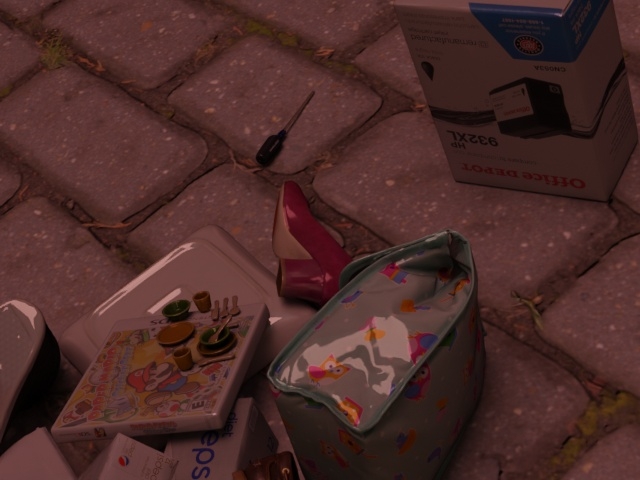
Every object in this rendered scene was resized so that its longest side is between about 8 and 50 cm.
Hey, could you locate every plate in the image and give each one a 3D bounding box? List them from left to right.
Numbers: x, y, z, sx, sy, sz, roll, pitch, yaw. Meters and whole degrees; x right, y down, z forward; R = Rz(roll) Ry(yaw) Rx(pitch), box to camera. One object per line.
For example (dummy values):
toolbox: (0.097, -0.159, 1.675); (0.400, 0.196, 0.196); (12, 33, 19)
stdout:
plate: (-0.180, 0.106, 1.597); (0.277, 0.045, 0.278); (-37, 44, -15)

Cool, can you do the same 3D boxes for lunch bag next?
lunch bag: (0.084, 0.137, 1.310); (0.160, 0.223, 0.262); (23, 59, 31)

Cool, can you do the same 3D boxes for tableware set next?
tableware set: (-0.150, 0.103, 1.473); (0.104, 0.024, 0.154); (-14, 26, 6)

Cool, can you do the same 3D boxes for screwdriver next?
screwdriver: (-0.046, -0.170, 1.839); (0.025, 0.024, 0.170); (33, 55, 11)

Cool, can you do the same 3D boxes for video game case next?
video game case: (-0.182, 0.152, 1.452); (0.206, 0.026, 0.227); (-8, 28, 17)

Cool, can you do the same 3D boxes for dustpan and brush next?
dustpan and brush: (-0.383, 0.334, 1.457); (0.211, 0.060, 0.147); (-30, 52, -17)

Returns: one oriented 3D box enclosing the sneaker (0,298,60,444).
sneaker: (-0.415, 0.219, 1.548); (0.104, 0.147, 0.296); (27, 82, 10)

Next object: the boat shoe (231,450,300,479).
boat shoe: (-0.022, 0.313, 1.257); (0.073, 0.073, 0.207); (-21, 68, -7)

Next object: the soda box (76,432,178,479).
soda box: (-0.231, 0.286, 1.321); (0.216, 0.074, 0.069); (-47, 19, 47)

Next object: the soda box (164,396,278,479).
soda box: (-0.128, 0.310, 1.329); (0.098, 0.091, 0.286); (-6, 45, 20)

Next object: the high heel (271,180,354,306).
high heel: (0.000, 0.000, 1.618); (0.117, 0.082, 0.244); (6, 29, -9)

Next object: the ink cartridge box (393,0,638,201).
ink cartridge box: (0.247, -0.205, 1.523); (0.223, 0.307, 0.129); (10, 54, 32)
